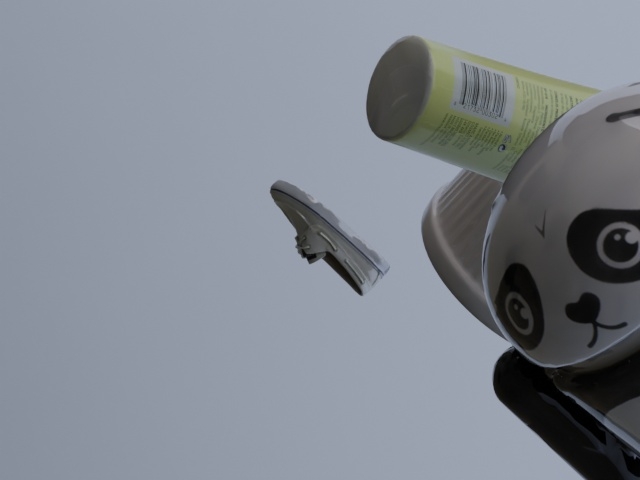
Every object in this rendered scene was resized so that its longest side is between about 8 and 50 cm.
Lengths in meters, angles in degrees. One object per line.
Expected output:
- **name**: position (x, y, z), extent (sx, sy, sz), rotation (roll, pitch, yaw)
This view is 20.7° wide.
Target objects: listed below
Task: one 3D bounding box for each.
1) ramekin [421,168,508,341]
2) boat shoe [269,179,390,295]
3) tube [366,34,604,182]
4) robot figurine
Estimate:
- **ramekin**: position (0.199, -0.005, 1.492), extent (0.109, 0.207, 0.207), rotation (-55, -134, 31)
- **boat shoe**: position (0.000, 0.000, 1.204), extent (0.100, 0.035, 0.035), rotation (41, -13, -7)
- **tube**: position (0.137, -0.058, 1.024), extent (0.070, 0.240, 0.062), rotation (-44, -135, 40)
- **robot figurine**: position (0.211, 0.043, 0.886), extent (0.278, 0.209, 0.173), rotation (39, -5, -15)
